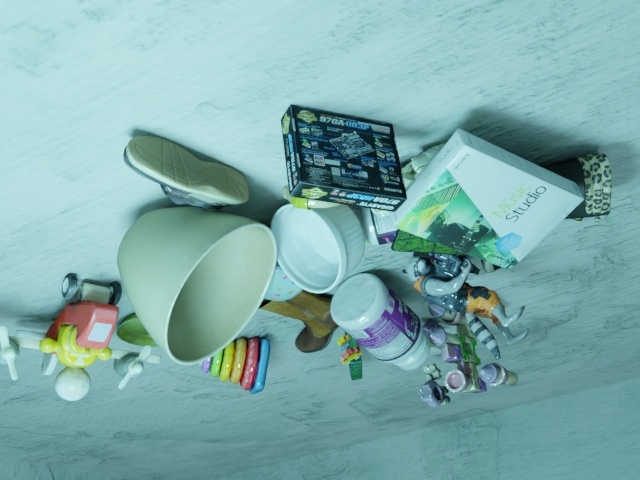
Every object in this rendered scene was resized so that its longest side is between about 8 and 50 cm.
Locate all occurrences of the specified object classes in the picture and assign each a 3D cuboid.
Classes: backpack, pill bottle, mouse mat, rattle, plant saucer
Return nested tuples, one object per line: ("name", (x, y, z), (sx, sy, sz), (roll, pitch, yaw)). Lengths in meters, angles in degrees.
("backpack", (-0.093, 0.058, 1.796), (0.188, 0.144, 0.166), (11, 142, -35))
("pill bottle", (0.152, -0.049, 1.687), (0.194, 0.108, 0.108), (-13, 152, 11))
("mouse mat", (0.258, -0.018, 1.642), (0.190, 0.007, 0.152), (3, 142, -10))
("rattle", (0.021, -0.141, 1.567), (0.200, 0.142, 0.130), (-11, -172, -25))
("plant saucer", (-0.458, 0.245, 2.169), (0.241, 0.037, 0.241), (-6, 153, -3))
("pill bottle", (0.176, 0.232, 2.082), (0.169, 0.169, 0.301), (-23, 132, 28))

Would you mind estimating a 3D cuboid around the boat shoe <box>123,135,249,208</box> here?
("boat shoe", (-0.266, -0.116, 1.472), (0.092, 0.102, 0.285), (-33, 149, 32))

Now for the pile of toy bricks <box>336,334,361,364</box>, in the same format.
("pile of toy bricks", (0.133, 0.263, 2.218), (0.212, 0.118, 0.105), (-30, 154, -7))

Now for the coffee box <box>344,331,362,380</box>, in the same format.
("coffee box", (0.108, 0.373, 2.467), (0.041, 0.113, 0.184), (-10, 151, -2))

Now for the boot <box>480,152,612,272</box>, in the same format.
("boot", (0.493, -0.060, 1.725), (0.284, 0.138, 0.377), (-10, 145, 6))

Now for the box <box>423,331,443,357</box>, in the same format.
("box", (0.298, 0.321, 2.463), (0.324, 0.063, 0.067), (17, 142, -38))

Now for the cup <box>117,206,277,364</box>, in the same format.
("cup", (-0.285, 0.058, 1.601), (0.237, 0.331, 0.331), (31, 164, 24))

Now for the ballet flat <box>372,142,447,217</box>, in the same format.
("ballet flat", (0.191, -0.127, 1.547), (0.241, 0.091, 0.077), (-37, 143, 23))

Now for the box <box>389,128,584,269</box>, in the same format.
("box", (0.334, -0.072, 1.532), (0.322, 0.058, 0.232), (19, 128, -25))

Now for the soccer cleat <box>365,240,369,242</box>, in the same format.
("soccer cleat", (0.182, -0.027, 1.798), (0.179, 0.060, 0.072), (-8, 162, 15))

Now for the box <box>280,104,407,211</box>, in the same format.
("box", (0.043, -0.150, 1.399), (0.220, 0.175, 0.051), (6, 148, -25))

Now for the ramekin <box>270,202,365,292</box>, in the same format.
("ramekin", (0.000, 0.000, 1.648), (0.109, 0.207, 0.207), (-29, 170, -41))

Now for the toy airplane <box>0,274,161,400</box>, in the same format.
("toy airplane", (-0.645, 0.283, 1.947), (0.386, 0.272, 0.384), (-10, 153, 4))

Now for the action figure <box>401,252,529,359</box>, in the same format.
("action figure", (0.341, 0.131, 1.880), (0.178, 0.330, 0.341), (-59, 152, 3))

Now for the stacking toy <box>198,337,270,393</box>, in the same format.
("stacking toy", (-0.313, 0.363, 2.333), (0.302, 0.165, 0.175), (11, 161, -9))

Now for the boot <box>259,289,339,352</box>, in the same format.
("boot", (-0.062, 0.227, 2.169), (0.280, 0.096, 0.264), (20, 142, -39))

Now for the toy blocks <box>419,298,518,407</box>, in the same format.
("toy blocks", (0.380, 0.321, 2.255), (0.309, 0.288, 0.260), (-23, 152, 33))
